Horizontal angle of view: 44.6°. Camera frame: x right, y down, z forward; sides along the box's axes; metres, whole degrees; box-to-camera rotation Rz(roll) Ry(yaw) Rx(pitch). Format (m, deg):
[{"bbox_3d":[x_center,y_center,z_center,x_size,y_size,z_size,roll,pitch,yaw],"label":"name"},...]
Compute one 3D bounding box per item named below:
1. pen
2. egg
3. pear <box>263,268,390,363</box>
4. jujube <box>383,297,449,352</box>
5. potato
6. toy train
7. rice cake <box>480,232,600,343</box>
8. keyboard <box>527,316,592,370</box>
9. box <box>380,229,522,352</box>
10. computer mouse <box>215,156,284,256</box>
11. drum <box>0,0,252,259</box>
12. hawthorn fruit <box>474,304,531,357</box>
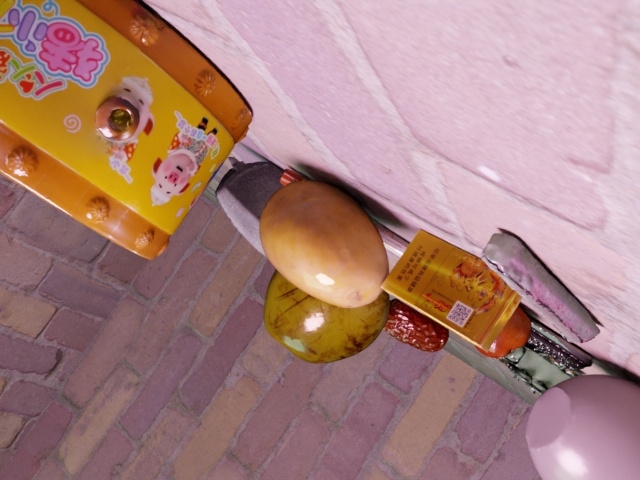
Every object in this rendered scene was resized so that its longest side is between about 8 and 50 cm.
[{"bbox_3d":[0.045,-0.031,1.101,0.239,0.028,0.028,33,176,10],"label":"pen"},{"bbox_3d":[0.371,0.264,0.970,0.232,0.176,0.176,30,177,-19],"label":"egg"},{"bbox_3d":[0.011,0.142,1.724,0.283,0.283,0.283,34,176,3],"label":"pear"},{"bbox_3d":[0.228,0.202,1.874,0.176,0.109,0.112,27,-146,-15],"label":"jujube"},{"bbox_3d":[0.000,0.000,0.996,0.150,0.146,0.234,-10,-161,-19],"label":"potato"},{"bbox_3d":[0.329,0.194,1.222,0.176,0.074,0.118,34,180,-31],"label":"toy train"},{"bbox_3d":[0.212,0.052,0.741,0.207,0.033,0.033,37,177,-40],"label":"rice cake"},{"bbox_3d":[0.259,0.106,1.062,0.230,0.025,0.094,33,173,9],"label":"keyboard"},{"bbox_3d":[0.148,0.053,0.881,0.156,0.089,0.022,28,174,42],"label":"box"},{"bbox_3d":[-0.072,-0.035,1.173,0.229,0.113,0.068,47,147,21],"label":"computer mouse"},{"bbox_3d":[-0.302,-0.173,0.897,0.431,0.214,0.431,34,175,3],"label":"drum"},{"bbox_3d":[0.220,0.099,0.992,0.093,0.081,0.081,60,178,6],"label":"hawthorn fruit"}]
